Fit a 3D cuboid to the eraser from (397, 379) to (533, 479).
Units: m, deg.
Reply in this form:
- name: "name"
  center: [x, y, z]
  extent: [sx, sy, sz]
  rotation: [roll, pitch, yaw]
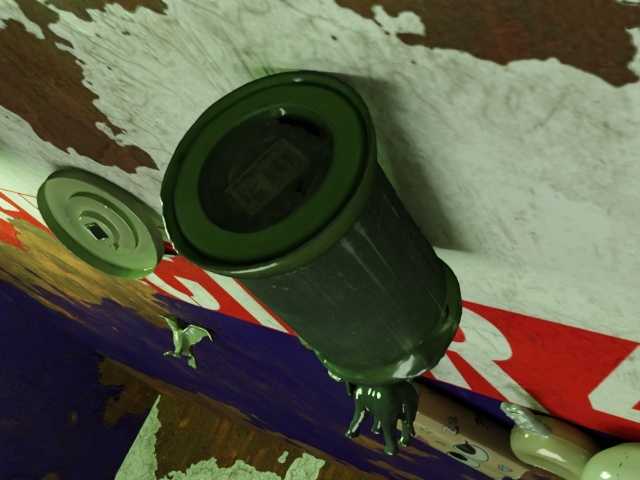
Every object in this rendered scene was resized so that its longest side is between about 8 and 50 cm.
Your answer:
- name: "eraser"
  center: [0.247, 0.361, 1.488]
  extent: [0.290, 0.087, 0.171]
  rotation: [29, 155, -5]

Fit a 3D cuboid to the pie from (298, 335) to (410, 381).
- name: "pie"
  center: [0.060, 0.167, 1.292]
  extent: [0.240, 0.054, 0.240]
  rotation: [21, 158, 9]

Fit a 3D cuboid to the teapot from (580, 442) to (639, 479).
- name: "teapot"
  center: [0.488, 0.386, 1.145]
  extent: [0.208, 0.166, 0.300]
  rotation: [18, 164, 31]

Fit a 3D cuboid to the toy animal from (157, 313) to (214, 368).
- name: "toy animal"
  center: [-0.358, 0.253, 1.962]
  extent: [0.155, 0.095, 0.219]
  rotation: [30, 159, -22]

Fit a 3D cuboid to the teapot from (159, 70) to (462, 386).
- name: "teapot"
  center: [0.000, 0.000, 0.790]
  extent: [0.270, 0.200, 0.337]
  rotation: [44, 176, 39]

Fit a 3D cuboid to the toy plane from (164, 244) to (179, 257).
- name: "toy plane"
  center: [-0.342, 0.015, 1.399]
  extent: [0.189, 0.061, 0.130]
  rotation: [16, 141, 22]

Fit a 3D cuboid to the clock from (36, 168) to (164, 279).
- name: "clock"
  center: [-0.369, -0.023, 1.296]
  extent: [0.234, 0.029, 0.235]
  rotation: [18, 142, 14]

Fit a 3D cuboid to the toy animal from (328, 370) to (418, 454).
- name: "toy animal"
  center: [0.087, 0.288, 1.390]
  extent: [0.082, 0.137, 0.269]
  rotation: [-3, -168, -31]

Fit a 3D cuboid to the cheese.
- name: "cheese"
  center: [0.387, 0.331, 1.269]
  extent: [0.163, 0.071, 0.249]
  rotation: [16, 157, 28]
